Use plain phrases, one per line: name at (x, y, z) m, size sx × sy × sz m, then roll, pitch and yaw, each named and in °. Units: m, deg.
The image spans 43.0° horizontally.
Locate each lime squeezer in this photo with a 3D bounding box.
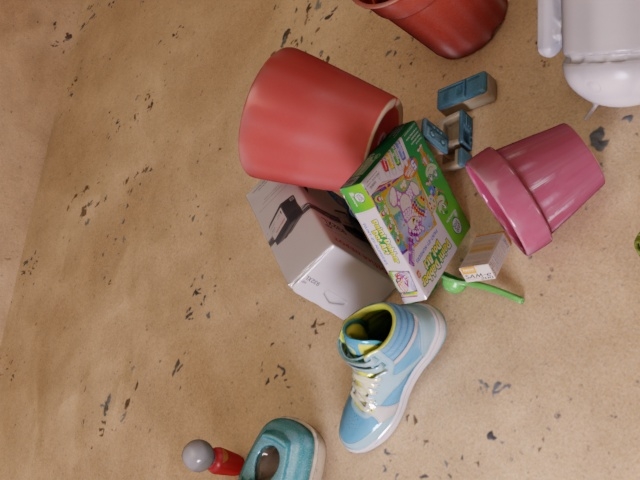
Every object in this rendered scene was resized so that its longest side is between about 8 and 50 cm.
lime squeezer at (0.230, 0.104, 1.532) m, size 0.310 × 0.059 × 0.109 m, roll -22°, pitch 53°, yaw 35°

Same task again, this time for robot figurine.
robot figurine at (0.509, -0.379, 1.363) m, size 0.300 × 0.200 × 0.353 m, roll 7°, pitch 108°, yaw 38°

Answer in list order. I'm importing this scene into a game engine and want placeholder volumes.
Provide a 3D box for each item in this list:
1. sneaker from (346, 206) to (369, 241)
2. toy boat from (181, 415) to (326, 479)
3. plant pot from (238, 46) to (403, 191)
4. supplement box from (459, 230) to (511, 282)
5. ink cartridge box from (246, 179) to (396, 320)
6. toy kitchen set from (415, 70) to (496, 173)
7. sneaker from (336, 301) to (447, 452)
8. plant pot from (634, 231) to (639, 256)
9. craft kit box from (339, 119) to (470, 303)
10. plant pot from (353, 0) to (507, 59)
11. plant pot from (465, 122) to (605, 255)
sneaker at (0.099, -0.080, 1.724) m, size 0.079 × 0.121 × 0.216 m, roll -42°, pitch 43°, yaw 19°
toy boat at (-0.141, 0.470, 1.625) m, size 0.318 × 0.148 × 0.267 m, roll 3°, pitch 70°, yaw 46°
plant pot at (0.013, -0.216, 1.573) m, size 0.243 × 0.275 × 0.274 m, roll 19°, pitch 81°, yaw 19°
supplement box at (0.302, 0.030, 1.486) m, size 0.062 × 0.036 × 0.098 m, roll -11°, pitch 31°, yaw 42°
ink cartridge box at (0.000, 0.000, 1.700) m, size 0.129 × 0.223 × 0.307 m, roll -44°, pitch 43°, yaw 15°
toy kitchen set at (0.258, -0.259, 1.632) m, size 0.122 × 0.166 × 0.207 m, roll -17°, pitch 56°, yaw 39°
sneaker at (0.079, 0.241, 1.473) m, size 0.127 × 0.208 × 0.318 m, roll 34°, pitch 100°, yaw 41°
plant pot at (0.527, 0.015, 1.261) m, size 0.083 × 0.079 × 0.083 m, roll -25°, pitch 50°, yaw 35°
craft kit box at (0.162, -0.056, 1.477) m, size 0.061 × 0.246 × 0.250 m, roll -13°, pitch 26°, yaw 38°
plant pot at (0.246, -0.540, 1.735) m, size 0.272 × 0.265 × 0.272 m, roll -25°, pitch 51°, yaw 35°
plant pot at (0.380, -0.101, 1.410) m, size 0.180 × 0.201 × 0.201 m, roll -33°, pitch 45°, yaw 6°
